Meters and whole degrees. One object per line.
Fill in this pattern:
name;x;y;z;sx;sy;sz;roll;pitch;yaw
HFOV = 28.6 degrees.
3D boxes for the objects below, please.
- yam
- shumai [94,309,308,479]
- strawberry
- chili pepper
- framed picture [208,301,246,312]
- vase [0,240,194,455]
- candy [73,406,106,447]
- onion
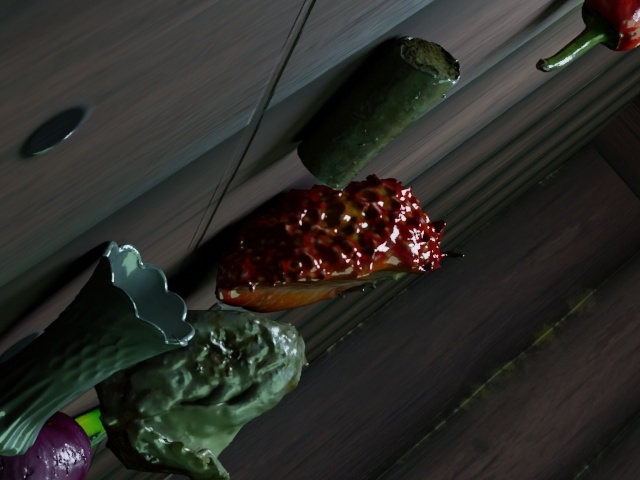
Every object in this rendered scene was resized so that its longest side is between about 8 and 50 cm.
yam;0.038;-0.090;0.889;0.132;0.054;0.054;-44;172;34
shumai;-0.100;0.136;1.065;0.184;0.142;0.184;-3;169;-1
strawberry;-0.013;0.004;1.079;0.228;0.098;0.174;-10;172;-32
chili pepper;0.346;-0.292;1.162;0.368;0.092;0.137;-50;151;22
framed picture;-0.135;0.106;1.369;0.109;0.011;0.149;-40;172;2
vase;-0.161;0.075;0.799;0.149;0.081;0.081;-37;174;13
candy;-0.256;0.206;1.281;0.102;0.032;0.178;-38;175;14
onion;-0.216;0.145;0.876;0.115;0.104;0.115;3;178;0
